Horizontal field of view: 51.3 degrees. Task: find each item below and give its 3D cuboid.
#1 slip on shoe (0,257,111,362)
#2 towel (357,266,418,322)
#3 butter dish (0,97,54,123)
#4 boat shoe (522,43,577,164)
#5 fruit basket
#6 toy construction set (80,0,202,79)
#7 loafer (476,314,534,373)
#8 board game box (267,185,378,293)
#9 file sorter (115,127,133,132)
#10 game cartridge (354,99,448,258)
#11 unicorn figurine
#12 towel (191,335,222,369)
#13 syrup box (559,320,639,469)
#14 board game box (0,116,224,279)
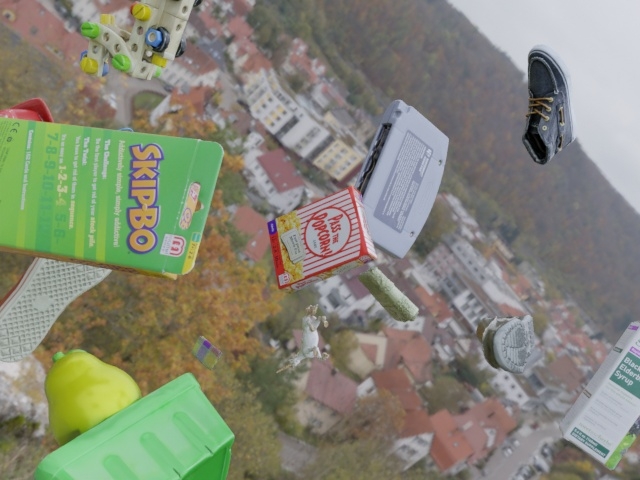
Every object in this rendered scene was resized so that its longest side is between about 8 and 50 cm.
[{"bbox_3d":[-0.480,0.068,1.209,0.123,0.331,0.101,45,-16,-31],"label":"slip on shoe"},{"bbox_3d":[0.109,0.088,1.092,0.110,0.027,0.148,47,-6,4],"label":"towel"},{"bbox_3d":[-0.463,-0.120,0.957,0.118,0.159,0.160,23,44,-81],"label":"butter dish"},{"bbox_3d":[0.353,-0.210,1.053,0.065,0.083,0.183,18,-36,51],"label":"boat shoe"},{"bbox_3d":[-0.398,0.392,1.280,0.392,0.283,0.392,10,28,-5],"label":"fruit basket"},{"bbox_3d":[-0.351,-0.450,1.275,0.215,0.328,0.151,28,30,19],"label":"toy construction set"},{"bbox_3d":[0.317,0.180,1.171,0.251,0.087,0.094,7,79,-64],"label":"loafer"},{"bbox_3d":[0.000,0.000,1.272,0.045,0.193,0.147,35,37,-57],"label":"board game box"},{"bbox_3d":[-0.463,-0.165,1.573,0.170,0.104,0.118,58,-24,31],"label":"file sorter"},{"bbox_3d":[0.168,-0.120,1.414,0.196,0.294,0.060,29,-11,-35],"label":"game cartridge"},{"bbox_3d":[-0.025,0.216,1.412,0.060,0.162,0.111,19,-9,-25],"label":"unicorn figurine"},{"bbox_3d":[-0.301,0.298,1.765,0.083,0.060,0.009,34,11,25],"label":"towel"},{"bbox_3d":[0.518,0.260,1.141,0.093,0.237,0.096,35,5,15],"label":"syrup box"},{"bbox_3d":[-0.216,-0.042,0.605,0.259,0.124,0.039,8,-16,16],"label":"board game box"}]
